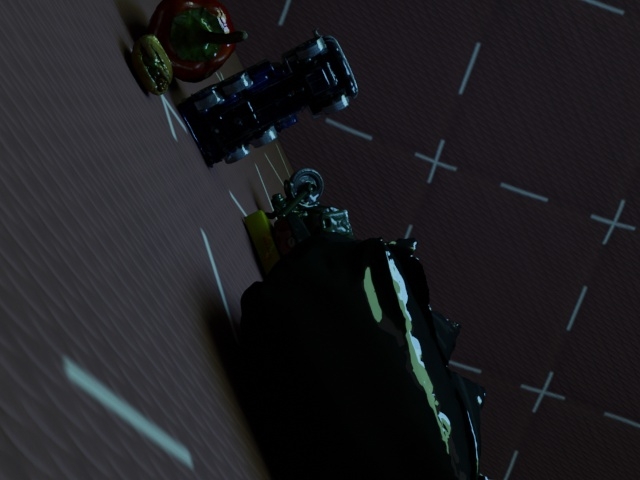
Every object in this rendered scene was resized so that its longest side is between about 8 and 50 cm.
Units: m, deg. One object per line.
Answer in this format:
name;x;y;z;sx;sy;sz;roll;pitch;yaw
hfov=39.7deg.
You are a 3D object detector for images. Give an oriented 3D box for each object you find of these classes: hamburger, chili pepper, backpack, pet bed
hamburger;-0.225;-0.234;1.183;0.076;0.044;0.083;61;3;-25
chili pepper;-0.197;-0.309;1.324;0.131;0.134;0.338;49;3;-11
backpack;0.068;0.173;1.087;0.445;0.255;0.363;57;14;-83
pet bed;-0.021;0.046;1.488;0.201;0.054;0.201;63;4;-8

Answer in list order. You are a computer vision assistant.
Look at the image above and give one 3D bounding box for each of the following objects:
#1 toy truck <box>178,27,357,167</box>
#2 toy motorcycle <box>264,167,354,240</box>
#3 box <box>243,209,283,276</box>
toy truck;-0.085;-0.235;1.433;0.155;0.268;0.124;-110;174;-71
toy motorcycle;0.000;0.000;1.746;0.205;0.127;0.275;15;-56;64
box;-0.052;0.071;1.570;0.279;0.041;0.153;58;7;-61
